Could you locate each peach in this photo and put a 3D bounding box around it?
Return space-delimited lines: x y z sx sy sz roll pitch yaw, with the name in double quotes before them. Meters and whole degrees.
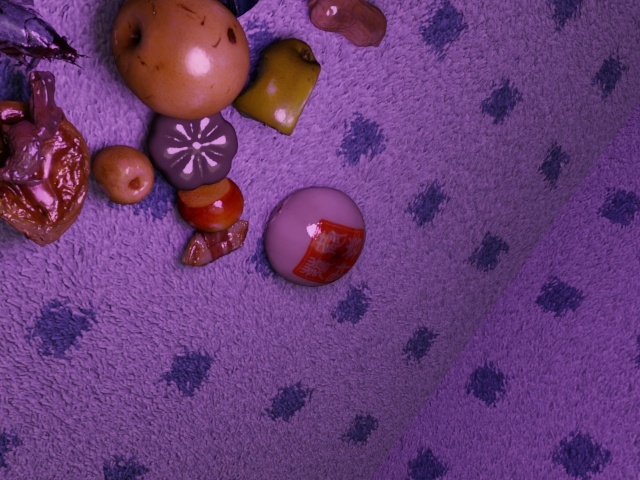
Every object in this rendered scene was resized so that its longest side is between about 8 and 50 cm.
"peach" -0.340 -0.118 1.818 0.192 0.190 0.190 31 94 -35

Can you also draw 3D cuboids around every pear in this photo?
"pear" -0.360 -0.483 1.521 0.348 0.348 0.349 -14 120 -26
"pear" -0.558 -0.188 1.656 0.178 0.178 0.178 -14 120 -26
"pear" -0.123 -0.468 1.740 0.176 0.286 0.282 29 96 -19

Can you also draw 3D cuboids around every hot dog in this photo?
"hot dog" -0.353 0.004 1.927 0.261 0.093 0.123 -25 117 -38

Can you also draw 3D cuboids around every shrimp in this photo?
"shrimp" -0.761 -0.506 1.379 0.410 0.166 0.222 27 70 -43

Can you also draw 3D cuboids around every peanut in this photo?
"peanut" 0.094 -0.705 1.829 0.291 0.143 0.159 7 100 -40

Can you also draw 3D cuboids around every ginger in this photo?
"ginger" -0.700 -0.273 1.432 0.122 0.084 0.290 17 76 -22

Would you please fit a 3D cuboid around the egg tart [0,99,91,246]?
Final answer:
"egg tart" -0.757 -0.187 1.519 0.351 0.153 0.340 43 60 -47

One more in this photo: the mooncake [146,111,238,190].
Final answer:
"mooncake" -0.371 -0.279 1.719 0.274 0.135 0.275 -4 101 -23

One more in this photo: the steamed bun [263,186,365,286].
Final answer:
"steamed bun" 0.000 0.000 2.057 0.374 0.241 0.375 -17 123 -28

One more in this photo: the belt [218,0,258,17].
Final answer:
"belt" -0.271 -0.718 1.548 0.116 0.206 0.268 -43 119 -16
